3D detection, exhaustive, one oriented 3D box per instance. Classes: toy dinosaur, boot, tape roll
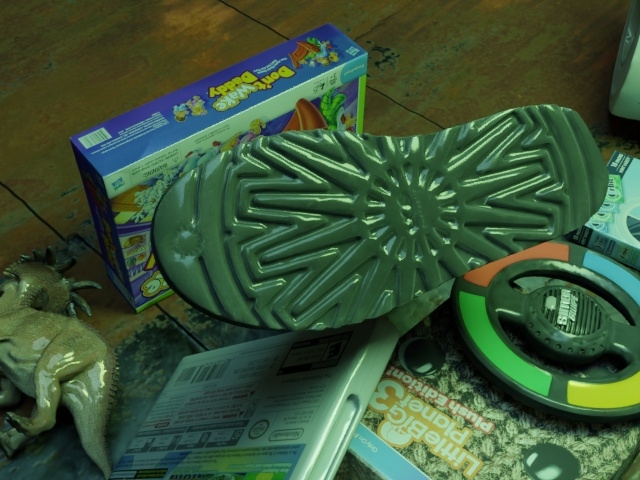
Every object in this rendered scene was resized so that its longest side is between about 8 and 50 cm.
[{"bbox_3d":[-0.292,0.116,0.956,0.295,0.127,0.200,37,51,20],"label":"toy dinosaur"},{"bbox_3d":[0.002,0.000,0.854,0.367,0.445,0.146,-9,88,-17],"label":"boot"},{"bbox_3d":[0.488,-0.305,1.221,0.100,0.286,0.286,14,51,10],"label":"tape roll"}]

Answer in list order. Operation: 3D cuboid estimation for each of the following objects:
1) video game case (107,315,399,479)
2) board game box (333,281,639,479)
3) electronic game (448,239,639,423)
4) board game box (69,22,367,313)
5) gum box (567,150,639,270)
[{"bbox_3d":[-0.102,0.211,0.774,0.036,0.329,0.300,45,54,-22],"label":"video game case"},{"bbox_3d":[0.157,0.197,0.848,0.232,0.141,0.291,35,48,25],"label":"board game box"},{"bbox_3d":[0.238,0.080,0.849,0.229,0.048,0.229,5,43,-5],"label":"electronic game"},{"bbox_3d":[-0.105,-0.088,1.054,0.347,0.233,0.078,-30,56,-24],"label":"board game box"},{"bbox_3d":[0.440,-0.026,1.137,0.184,0.041,0.157,26,54,21],"label":"gum box"}]
